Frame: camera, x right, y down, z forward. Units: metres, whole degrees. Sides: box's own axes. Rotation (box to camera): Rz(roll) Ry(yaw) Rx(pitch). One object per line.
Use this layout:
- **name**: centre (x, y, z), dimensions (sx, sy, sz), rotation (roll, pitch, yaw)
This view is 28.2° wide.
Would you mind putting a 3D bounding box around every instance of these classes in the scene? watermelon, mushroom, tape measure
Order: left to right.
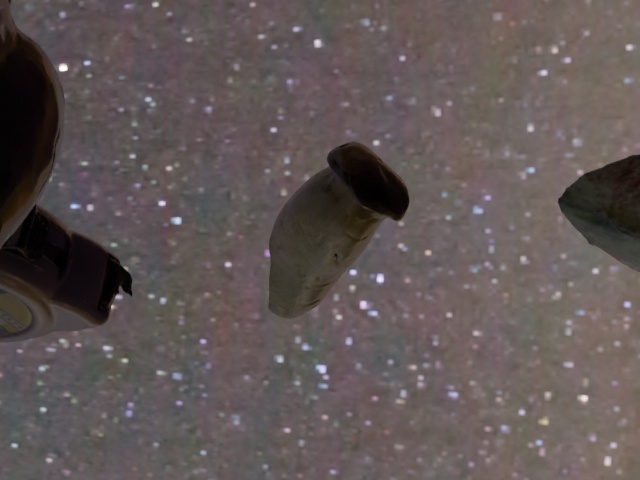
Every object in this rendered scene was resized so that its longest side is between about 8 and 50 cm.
- **tape measure**: centre (-0.294, 0.015, 1.129), dimensions (0.178, 0.196, 0.105), rotation (51, -140, -51)
- **mushroom**: centre (-0.003, -0.003, 1.460), dimensions (0.107, 0.333, 0.087), rotation (44, -122, 2)
- **watermelon**: centre (0.213, -0.009, 0.634), dimensions (0.180, 0.081, 0.094), rotation (-1, -99, -6)

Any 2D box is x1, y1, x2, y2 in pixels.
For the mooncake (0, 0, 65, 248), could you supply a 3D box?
- **mooncake**: centre (-0.269, -0.083, 0.743), dimensions (0.245, 0.244, 0.133), rotation (56, -140, -34)

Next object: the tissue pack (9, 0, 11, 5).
- **tissue pack**: centre (-0.425, -0.173, 1.290), dimensions (0.184, 0.124, 0.225), rotation (13, -106, -21)
